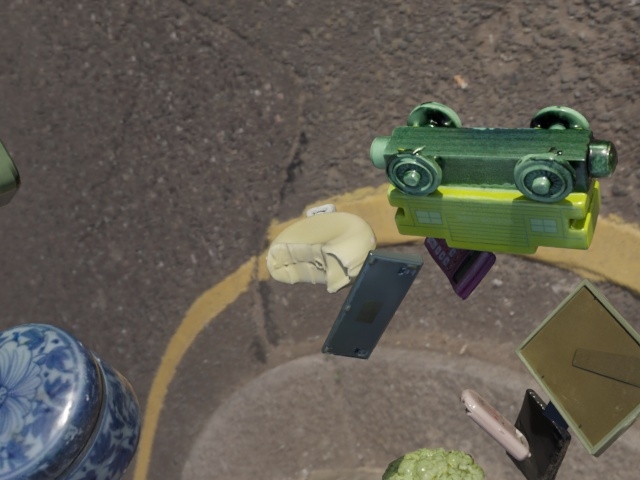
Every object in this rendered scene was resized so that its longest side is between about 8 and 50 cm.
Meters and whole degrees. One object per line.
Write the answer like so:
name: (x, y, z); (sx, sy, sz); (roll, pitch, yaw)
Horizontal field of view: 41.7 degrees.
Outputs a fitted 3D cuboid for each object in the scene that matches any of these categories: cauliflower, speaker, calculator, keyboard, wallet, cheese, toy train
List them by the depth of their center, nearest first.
keyboard: (0.050, 0.069, 0.861); (0.176, 0.055, 0.014); (112, 160, -47)
cheese: (0.020, -0.005, 1.240); (0.163, 0.249, 0.071); (-6, 113, 24)
speaker: (0.400, 0.238, 1.313); (0.046, 0.191, 0.040); (35, 114, 23)
toy train: (0.312, -0.104, 1.536); (0.442, 0.179, 0.272); (5, 140, 27)
calculator: (0.333, 0.351, 1.599); (0.175, 0.100, 0.032); (42, 100, 2)
wallet: (0.420, 0.393, 1.632); (0.124, 0.025, 0.244); (52, 157, 35)
cauliflower: (0.214, 0.559, 1.664); (0.327, 0.260, 0.281); (-49, 55, 45)
calculator: (0.297, 0.020, 1.795); (0.127, 0.034, 0.190); (-58, 40, 29)

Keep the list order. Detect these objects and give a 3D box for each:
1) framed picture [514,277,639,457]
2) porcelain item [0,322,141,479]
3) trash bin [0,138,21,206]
framed picture: (0.359, 0.164, 1.118); (0.150, 0.015, 0.203); (-51, 36, 16)
porcelain item: (-0.240, 0.153, 0.717); (0.147, 0.147, 0.114); (28, 162, 31)
trash bin: (-0.547, -0.078, 0.930); (0.158, 0.343, 0.223); (-18, 102, 59)
